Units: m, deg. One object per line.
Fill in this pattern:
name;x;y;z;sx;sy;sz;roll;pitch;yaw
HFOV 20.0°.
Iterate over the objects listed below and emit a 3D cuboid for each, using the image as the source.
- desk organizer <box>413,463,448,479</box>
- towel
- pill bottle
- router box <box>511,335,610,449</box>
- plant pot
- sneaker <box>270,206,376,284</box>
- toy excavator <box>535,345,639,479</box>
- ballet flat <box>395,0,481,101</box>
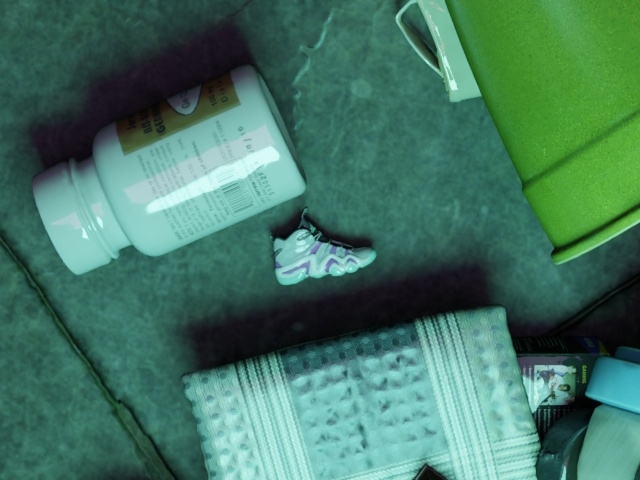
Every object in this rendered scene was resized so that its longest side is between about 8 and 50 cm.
desk organizer;0.134;0.262;1.627;0.130;0.050;0.047;36;95;-5
towel;0.057;0.241;1.677;0.312;0.056;0.324;-14;96;0
pill bottle;-0.140;-0.059;1.662;0.229;0.131;0.131;-24;98;3
router box;0.149;0.247;1.736;0.243;0.081;0.309;1;99;1
plant pot;0.256;-0.225;1.546;0.366;0.366;0.353;-34;89;5
sneaker;0.000;0.000;1.719;0.098;0.038;0.069;-12;100;1
toy excavator;0.465;0.100;1.613;0.433;0.222;0.445;20;88;-20
ballet flat;0.093;-0.238;1.666;0.086;0.086;0.248;-27;99;4
